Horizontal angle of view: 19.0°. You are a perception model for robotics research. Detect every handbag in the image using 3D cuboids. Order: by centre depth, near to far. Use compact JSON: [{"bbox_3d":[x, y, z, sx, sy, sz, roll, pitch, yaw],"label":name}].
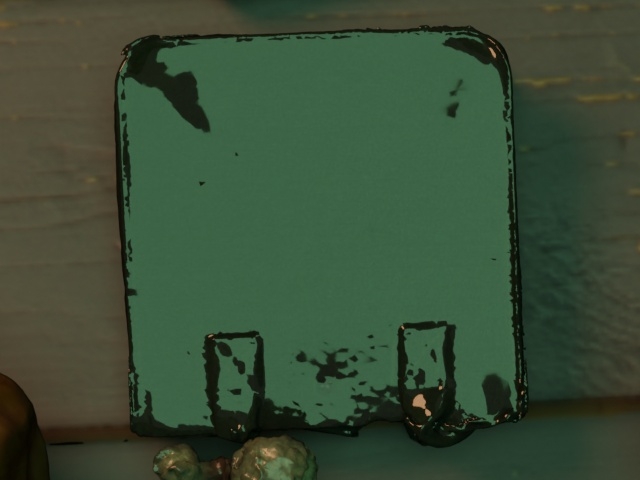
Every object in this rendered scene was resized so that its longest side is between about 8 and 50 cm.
[{"bbox_3d":[0.000,-0.001,1.180,0.247,0.079,0.260,-1,88,-3],"label":"handbag"}]

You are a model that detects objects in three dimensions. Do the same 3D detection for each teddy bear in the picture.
[{"bbox_3d":[-0.072,0.189,1.155,0.213,0.111,0.133,-19,80,22],"label":"teddy bear"}]

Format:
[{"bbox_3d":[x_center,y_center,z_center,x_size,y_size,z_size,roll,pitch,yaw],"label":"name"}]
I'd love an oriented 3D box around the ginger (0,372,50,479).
[{"bbox_3d":[-0.254,0.185,1.068,0.200,0.223,0.269,8,81,5],"label":"ginger"}]
